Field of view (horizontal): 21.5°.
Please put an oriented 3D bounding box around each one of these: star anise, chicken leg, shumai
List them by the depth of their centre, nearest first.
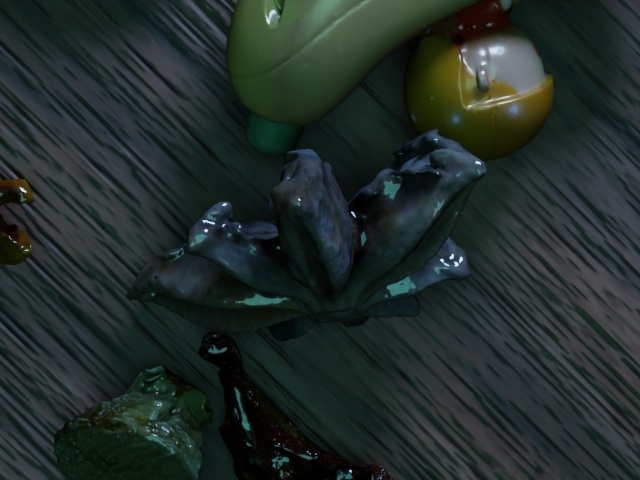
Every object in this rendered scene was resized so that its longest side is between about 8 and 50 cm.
[{"bbox_3d":[0.003,-0.002,1.165,0.198,0.257,0.110,7,62,-26],"label":"star anise"},{"bbox_3d":[-0.128,0.140,1.219,0.124,0.087,0.099,-7,128,34],"label":"shumai"},{"bbox_3d":[-0.021,0.156,1.229,0.219,0.048,0.089,44,119,-8],"label":"chicken leg"}]

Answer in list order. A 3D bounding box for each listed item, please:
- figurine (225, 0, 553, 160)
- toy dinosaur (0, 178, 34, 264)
[{"bbox_3d":[0.093,-0.156,1.183,0.324,0.124,0.222,-13,108,-6],"label":"figurine"},{"bbox_3d":[-0.349,-0.161,1.185,0.432,0.097,0.208,35,100,-1],"label":"toy dinosaur"}]
